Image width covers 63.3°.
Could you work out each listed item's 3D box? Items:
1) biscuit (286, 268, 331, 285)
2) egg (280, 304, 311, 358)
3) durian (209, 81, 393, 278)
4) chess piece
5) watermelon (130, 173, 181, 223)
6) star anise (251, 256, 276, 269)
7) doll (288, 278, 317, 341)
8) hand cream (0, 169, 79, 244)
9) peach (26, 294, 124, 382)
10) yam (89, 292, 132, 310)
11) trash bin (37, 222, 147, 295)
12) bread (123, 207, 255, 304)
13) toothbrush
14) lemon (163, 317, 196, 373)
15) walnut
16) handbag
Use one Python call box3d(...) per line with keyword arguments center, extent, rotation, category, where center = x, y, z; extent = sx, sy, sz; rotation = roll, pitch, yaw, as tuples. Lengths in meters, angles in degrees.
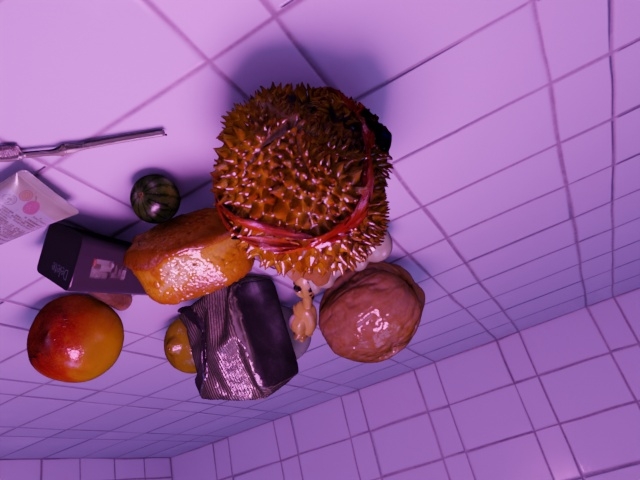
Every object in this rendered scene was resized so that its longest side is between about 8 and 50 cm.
box3d(center=(0.000, 0.000, 1.272), extent=(0.239, 0.041, 0.212), rotation=(-49, 127, -7), category="biscuit")
box3d(center=(-0.163, 0.309, 1.694), extent=(0.282, 0.203, 0.203), rotation=(12, 143, -24), category="egg")
box3d(center=(-0.020, -0.103, 0.915), extent=(0.347, 0.348, 0.384), rotation=(-33, 137, 29), category="durian")
box3d(center=(0.072, 0.033, 1.404), extent=(0.251, 0.145, 0.144), rotation=(-23, 151, 0), category="chess piece")
box3d(center=(-0.328, -0.081, 1.036), extent=(0.108, 0.109, 0.109), rotation=(-12, 151, -6), category="watermelon")
box3d(center=(-0.174, 0.005, 1.242), extent=(0.229, 0.093, 0.236), rotation=(-40, 131, 12), category="star anise")
box3d(center=(-0.043, 0.185, 1.572), extent=(0.117, 0.086, 0.291), rotation=(-30, 136, -39), category="doll")
box3d(center=(-0.634, -0.032, 0.982), extent=(0.305, 0.093, 0.147), rotation=(-21, 146, 7), category="hand cream")
box3d(center=(-0.637, 0.256, 1.354), extent=(0.230, 0.231, 0.231), rotation=(-12, 151, -6), category="peach")
box3d(center=(-0.558, 0.107, 1.296), extent=(0.066, 0.066, 0.300), rotation=(-15, 152, 0), category="yam")
box3d(center=(-0.460, 0.051, 1.131), extent=(0.165, 0.115, 0.225), rotation=(15, 178, 40), category="trash bin")
box3d(center=(-0.258, 0.021, 1.054), extent=(0.268, 0.268, 0.146), rotation=(-17, 111, 3), category="bread")
box3d(center=(-0.420, -0.167, 0.912), extent=(0.294, 0.026, 0.028), rotation=(-8, 136, -11), category="toothbrush")
box3d(center=(-0.392, 0.325, 1.643), extent=(0.184, 0.184, 0.248), rotation=(-23, 163, 15), category="lemon")
box3d(center=(0.150, 0.229, 1.610), extent=(0.343, 0.306, 0.306), rotation=(-33, 147, 23), category="walnut")
box3d(center=(-0.239, 0.283, 1.479), extent=(0.240, 0.341, 0.247), rotation=(-20, 173, 23), category="handbag")
